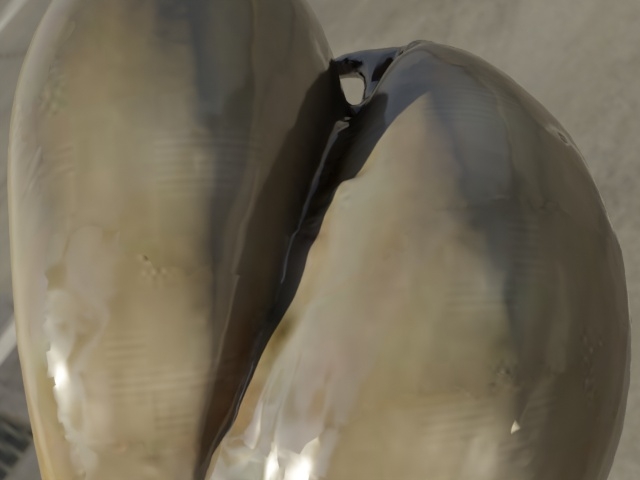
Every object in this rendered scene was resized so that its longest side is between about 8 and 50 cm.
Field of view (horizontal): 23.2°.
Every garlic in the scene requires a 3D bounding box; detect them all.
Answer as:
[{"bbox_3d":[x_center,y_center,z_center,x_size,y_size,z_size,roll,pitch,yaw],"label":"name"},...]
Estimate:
[{"bbox_3d":[0.000,0.000,0.629,0.231,0.246,0.340,-2,47,4],"label":"garlic"}]
